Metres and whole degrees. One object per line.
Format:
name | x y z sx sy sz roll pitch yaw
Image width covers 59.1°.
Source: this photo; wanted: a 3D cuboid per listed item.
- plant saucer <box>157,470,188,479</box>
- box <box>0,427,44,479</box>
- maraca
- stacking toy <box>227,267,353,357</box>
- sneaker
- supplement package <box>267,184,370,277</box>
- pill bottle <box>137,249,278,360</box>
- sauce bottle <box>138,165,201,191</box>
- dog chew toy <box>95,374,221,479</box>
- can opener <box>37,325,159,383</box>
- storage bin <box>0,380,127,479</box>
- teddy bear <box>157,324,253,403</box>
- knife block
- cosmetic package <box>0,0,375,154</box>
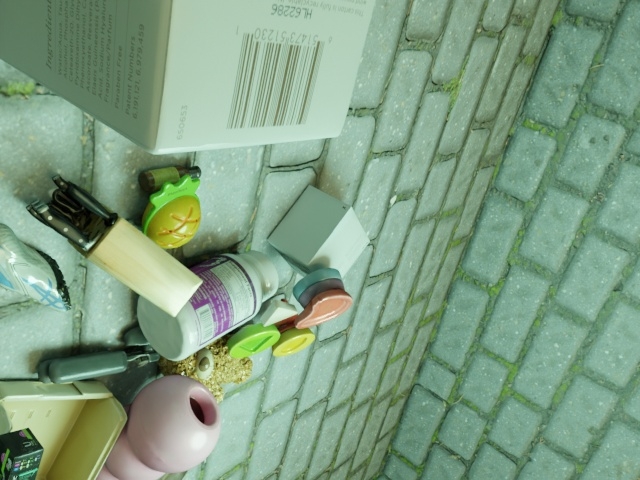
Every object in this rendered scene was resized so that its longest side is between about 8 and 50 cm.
plant saucer | -0.456 0.601 1.469 0.311 0.050 0.310 -36 142 -35
box | -0.506 0.368 0.937 0.052 0.062 0.083 0 115 -55
maraca | -0.284 -0.054 1.086 0.127 0.099 0.185 -32 158 -37
stacking toy | -0.095 0.171 1.415 0.280 0.130 0.309 3 141 -45
sneaker | -0.491 0.055 0.927 0.086 0.085 0.237 -26 147 -5
supplement package | 0.000 0.000 1.520 0.194 0.149 0.203 -53 149 -11
pill bottle | -0.238 0.128 1.258 0.302 0.169 0.169 -27 137 -48
sauce bottle | -0.288 -0.123 1.094 0.128 0.042 0.042 -20 132 -45
dog chew toy | -0.385 0.440 1.252 0.332 0.206 0.207 -32 154 16
can opener | -0.441 0.237 1.172 0.280 0.074 0.093 -5 86 -56
storage bin | -0.552 0.409 1.087 0.260 0.123 0.262 -61 149 3
teddy bear | -0.257 0.304 1.446 0.245 0.113 0.338 -57 150 -9
knife block | -0.343 0.010 0.946 0.088 0.276 0.242 -53 179 -11
cosmetic package | -0.177 -0.340 0.722 0.329 0.394 0.327 -19 131 -48
